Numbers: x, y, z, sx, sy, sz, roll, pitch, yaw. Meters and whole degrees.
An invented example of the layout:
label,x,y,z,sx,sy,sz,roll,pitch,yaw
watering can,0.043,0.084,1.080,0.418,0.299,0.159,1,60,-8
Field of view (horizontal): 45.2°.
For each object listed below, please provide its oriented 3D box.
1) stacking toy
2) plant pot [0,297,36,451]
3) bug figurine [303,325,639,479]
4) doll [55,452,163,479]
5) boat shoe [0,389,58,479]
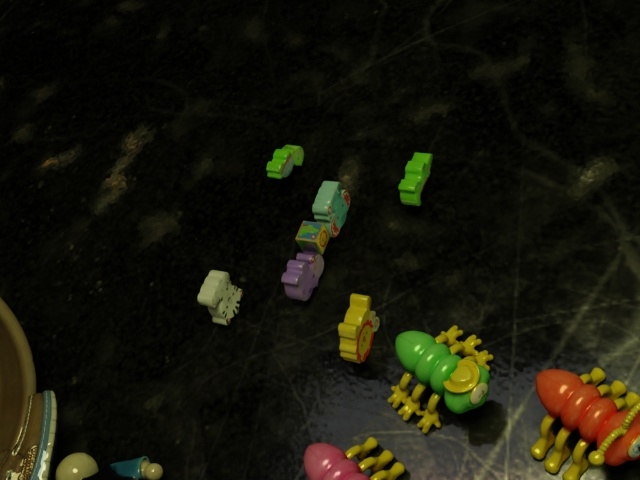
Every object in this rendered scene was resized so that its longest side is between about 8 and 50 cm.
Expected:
label,x,y,z,sx,sy,sz,roll,pitch,yaw
stacking toy,0.000,0.000,0.743,0.167,0.052,0.221,10,60,27
plant pot,-0.443,0.152,0.730,0.229,0.263,0.263,-9,52,41
bug figurine,0.099,0.173,0.561,0.216,0.072,0.279,32,74,37
doll,-0.174,0.246,0.646,0.129,0.046,0.189,-44,52,-11
boat shoe,-0.274,0.218,0.681,0.066,0.066,0.183,7,54,-13
